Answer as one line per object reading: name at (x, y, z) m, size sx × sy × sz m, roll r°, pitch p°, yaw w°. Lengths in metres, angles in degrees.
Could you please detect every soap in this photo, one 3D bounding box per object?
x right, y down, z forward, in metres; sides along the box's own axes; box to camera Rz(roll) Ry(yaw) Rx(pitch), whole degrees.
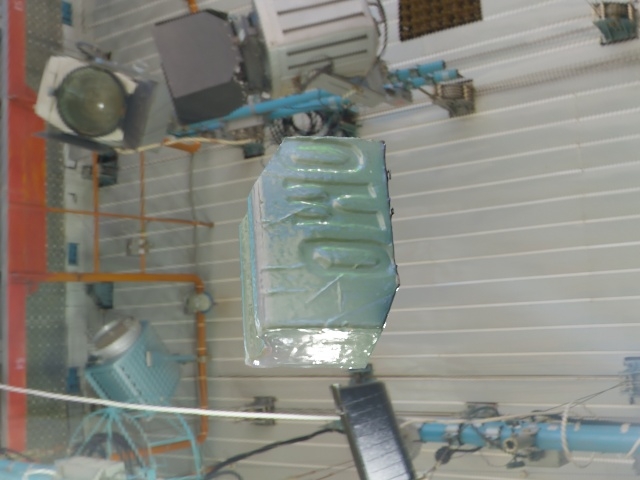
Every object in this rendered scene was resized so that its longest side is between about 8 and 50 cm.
soap at (0.000, 0.000, 0.734) m, size 0.091 × 0.145 × 0.230 m, roll 112°, pitch -23°, yaw -53°
